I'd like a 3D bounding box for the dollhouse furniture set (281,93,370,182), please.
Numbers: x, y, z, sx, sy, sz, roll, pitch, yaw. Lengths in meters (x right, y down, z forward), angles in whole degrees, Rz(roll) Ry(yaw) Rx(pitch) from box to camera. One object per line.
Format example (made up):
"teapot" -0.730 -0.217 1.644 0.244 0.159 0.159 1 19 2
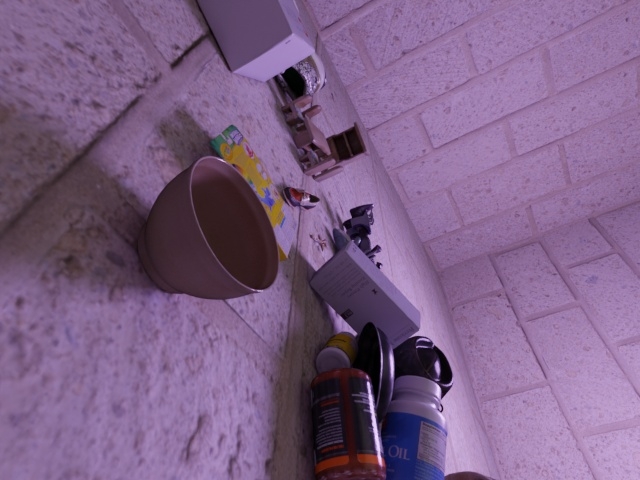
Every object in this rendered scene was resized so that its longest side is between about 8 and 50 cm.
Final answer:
"dollhouse furniture set" 0.030 -0.303 1.224 0.242 0.160 0.212 13 56 -68

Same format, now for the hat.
"hat" 0.226 0.303 0.972 0.331 0.134 0.331 39 14 -11

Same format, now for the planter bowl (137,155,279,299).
"planter bowl" -0.136 -0.001 0.472 0.162 0.109 0.162 56 21 -34

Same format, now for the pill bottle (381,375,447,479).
"pill bottle" 0.162 0.368 0.738 0.124 0.124 0.222 55 38 -34

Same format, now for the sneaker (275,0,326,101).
"sneaker" -0.116 -0.556 1.167 0.410 0.157 0.182 47 38 -39

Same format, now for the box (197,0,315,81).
"box" -0.177 -0.582 0.956 0.346 0.168 0.215 64 18 -8

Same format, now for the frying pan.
"frying pan" 0.095 0.293 0.718 0.326 0.053 0.198 -91 -168 -54

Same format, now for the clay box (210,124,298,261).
"clay box" -0.121 -0.078 0.700 0.222 0.053 0.127 59 20 -22

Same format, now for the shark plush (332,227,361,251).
"shark plush" 0.059 0.049 1.118 0.067 0.073 0.162 20 68 -41

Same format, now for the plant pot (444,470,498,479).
"plant pot" 0.394 0.681 0.911 0.305 0.333 0.334 42 28 -30

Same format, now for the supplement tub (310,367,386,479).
"supplement tub" 0.040 0.305 0.619 0.106 0.105 0.198 51 25 -42

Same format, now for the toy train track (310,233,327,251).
"toy train track" 0.000 0.000 1.017 0.083 0.014 0.048 33 38 -60

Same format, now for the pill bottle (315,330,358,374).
"pill bottle" 0.036 0.216 0.780 0.065 0.065 0.116 67 17 0

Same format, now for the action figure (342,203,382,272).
"action figure" 0.137 0.040 1.205 0.185 0.099 0.285 84 -3 -64

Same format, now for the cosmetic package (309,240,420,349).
"cosmetic package" 0.099 0.126 0.884 0.231 0.117 0.085 45 22 -3

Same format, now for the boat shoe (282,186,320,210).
"boat shoe" -0.044 -0.101 0.966 0.137 0.043 0.049 17 54 -66
